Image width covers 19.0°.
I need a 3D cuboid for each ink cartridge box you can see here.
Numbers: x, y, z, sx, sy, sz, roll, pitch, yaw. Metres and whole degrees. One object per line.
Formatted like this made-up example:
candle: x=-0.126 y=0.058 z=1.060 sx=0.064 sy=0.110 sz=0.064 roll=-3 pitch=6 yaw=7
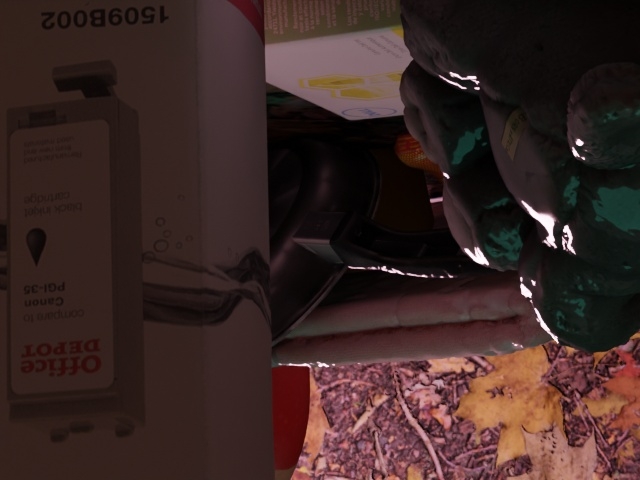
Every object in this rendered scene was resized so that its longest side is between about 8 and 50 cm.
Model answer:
ink cartridge box: x=-0.017 y=-0.093 z=0.861 sx=0.235 sy=0.056 sz=0.171 roll=-6 pitch=171 yaw=21
ink cartridge box: x=-0.125 y=0.003 z=0.677 sx=0.207 sy=0.283 sz=0.117 roll=-3 pitch=172 yaw=8

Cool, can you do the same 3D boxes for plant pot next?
plant pot: x=0.032 y=-0.024 z=1.315 sx=0.083 sy=0.081 sz=0.081 roll=-16 pitch=-176 yaw=-43

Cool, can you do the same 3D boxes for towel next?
towel: x=0.109 y=0.020 z=1.328 sx=0.317 sy=0.053 sz=0.332 roll=-9 pitch=-168 yaw=40

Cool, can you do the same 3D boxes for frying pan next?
frying pan: x=-0.021 y=0.021 z=1.163 sx=0.053 sy=0.197 sz=0.326 roll=44 pitch=176 yaw=-25

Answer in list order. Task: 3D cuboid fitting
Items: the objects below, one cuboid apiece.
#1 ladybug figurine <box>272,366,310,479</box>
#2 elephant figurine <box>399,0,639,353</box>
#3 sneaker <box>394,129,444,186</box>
ladybug figurine: x=-0.143 y=0.075 z=1.462 sx=0.305 sy=0.162 sz=0.449 roll=39 pitch=-173 yaw=20
elephant figurine: x=0.160 y=-0.078 z=0.706 sx=0.239 sy=0.186 sz=0.169 roll=-24 pitch=134 yaw=-14
sneaker: x=0.111 y=-0.042 z=1.218 sx=0.064 sy=0.067 sz=0.175 roll=-5 pitch=170 yaw=40
